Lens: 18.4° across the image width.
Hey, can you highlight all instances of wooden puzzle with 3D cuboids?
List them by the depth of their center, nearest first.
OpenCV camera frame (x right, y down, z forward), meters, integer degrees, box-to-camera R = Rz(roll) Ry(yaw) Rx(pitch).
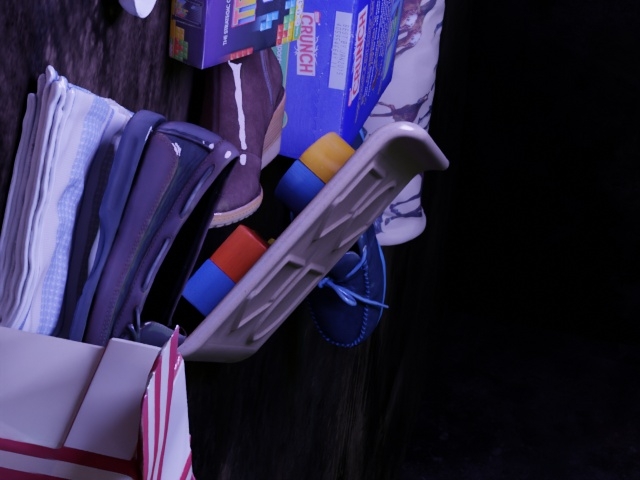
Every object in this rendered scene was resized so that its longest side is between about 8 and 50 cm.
[{"bbox_3d":[-0.025,-0.003,2.082,0.348,0.080,0.322,-43,171,3],"label":"wooden puzzle"}]

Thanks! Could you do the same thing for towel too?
[{"bbox_3d":[-0.196,-0.019,1.594,0.285,0.034,0.209,21,80,-80],"label":"towel"}]

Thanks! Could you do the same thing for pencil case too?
[{"bbox_3d":[0.078,-0.190,2.595,0.183,0.160,0.410,-48,148,-53],"label":"pencil case"}]

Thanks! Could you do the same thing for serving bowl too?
[{"bbox_3d":[-0.153,-0.227,1.629,0.083,0.027,0.083,11,90,-79],"label":"serving bowl"}]

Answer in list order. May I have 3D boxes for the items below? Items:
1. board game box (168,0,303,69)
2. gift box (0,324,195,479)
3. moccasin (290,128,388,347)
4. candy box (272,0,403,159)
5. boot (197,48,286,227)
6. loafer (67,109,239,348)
[{"bbox_3d":[-0.073,-0.257,1.832,0.141,0.048,0.170,-25,129,-45],"label":"board game box"},{"bbox_3d":[-0.192,0.180,1.177,0.255,0.258,0.276,89,16,-51],"label":"gift box"},{"bbox_3d":[0.000,0.000,2.529,0.117,0.138,0.342,-59,143,-53],"label":"moccasin"},{"bbox_3d":[0.016,-0.267,2.274,0.317,0.122,0.268,-61,160,-64],"label":"candy box"},{"bbox_3d":[-0.100,-0.142,1.944,0.248,0.090,0.207,-59,146,-60],"label":"boot"},{"bbox_3d":[-0.143,0.049,1.611,0.109,0.095,0.302,-10,114,-81],"label":"loafer"}]
